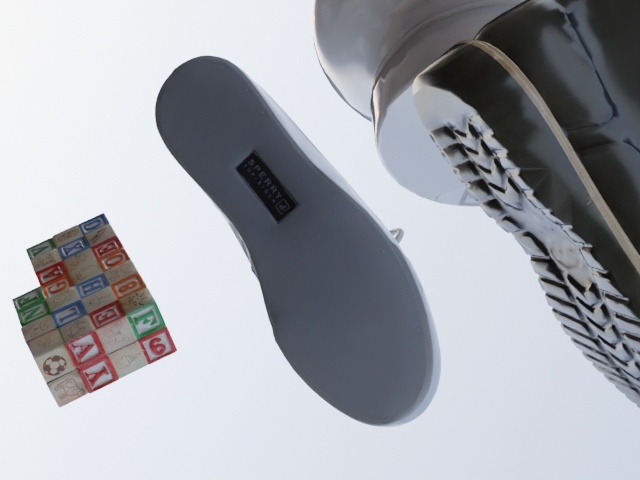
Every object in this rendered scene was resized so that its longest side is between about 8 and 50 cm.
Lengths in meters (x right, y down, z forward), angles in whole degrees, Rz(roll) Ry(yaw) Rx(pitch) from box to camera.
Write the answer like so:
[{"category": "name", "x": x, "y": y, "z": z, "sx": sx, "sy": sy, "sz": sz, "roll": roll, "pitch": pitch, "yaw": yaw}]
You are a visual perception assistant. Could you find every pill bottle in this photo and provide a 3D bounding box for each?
[{"category": "pill bottle", "x": 0.080, "y": -0.184, "z": 0.667, "sx": 0.181, "sy": 0.181, "sz": 0.323, "roll": -37, "pitch": -137, "yaw": 37}]

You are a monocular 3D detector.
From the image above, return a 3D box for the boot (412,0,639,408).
[{"category": "boot", "x": 0.145, "y": -0.024, "z": 0.449, "sx": 0.137, "sy": 0.198, "sz": 0.077, "roll": -40, "pitch": -161, "yaw": -12}]

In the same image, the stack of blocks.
[{"category": "stack of blocks", "x": -0.329, "y": 0.087, "z": 1.603, "sx": 0.171, "sy": 0.087, "sz": 0.297, "roll": -25, "pitch": -148, "yaw": -11}]

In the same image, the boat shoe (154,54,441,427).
[{"category": "boat shoe", "x": -0.008, "y": 0.004, "z": 1.023, "sx": 0.136, "sy": 0.156, "sz": 0.367, "roll": -41, "pitch": -109, "yaw": 9}]
